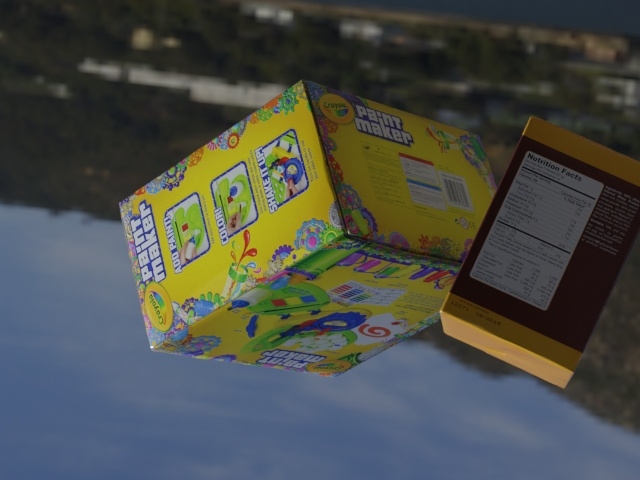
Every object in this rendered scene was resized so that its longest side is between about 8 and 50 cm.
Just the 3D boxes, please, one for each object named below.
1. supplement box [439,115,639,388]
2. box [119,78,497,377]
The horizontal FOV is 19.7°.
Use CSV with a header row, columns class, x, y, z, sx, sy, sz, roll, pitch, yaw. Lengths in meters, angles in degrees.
class,x,y,z,sx,sy,sz,roll,pitch,yaw
supplement box,0.209,0.015,1.678,0.129,0.194,0.191,25,174,8
box,0.000,0.000,1.912,0.279,0.177,0.290,-31,152,32
